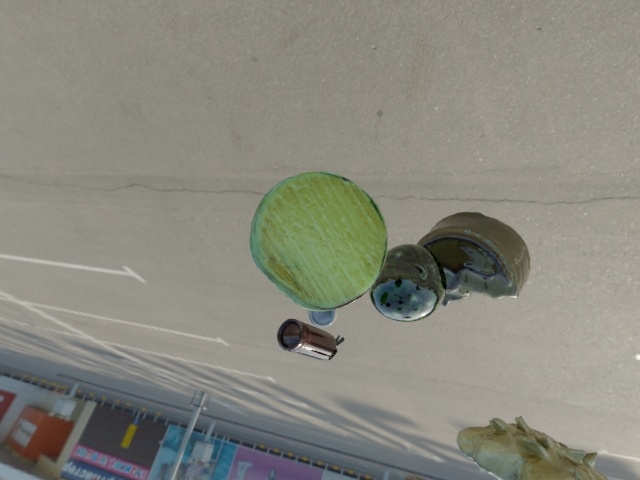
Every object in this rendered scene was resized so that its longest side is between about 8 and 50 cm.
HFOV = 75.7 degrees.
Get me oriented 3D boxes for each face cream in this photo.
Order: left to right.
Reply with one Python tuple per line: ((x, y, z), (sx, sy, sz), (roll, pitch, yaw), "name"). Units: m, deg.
((0.009, 0.277, 1.579), (0.117, 0.117, 0.104), (17, 176, 0), "face cream")

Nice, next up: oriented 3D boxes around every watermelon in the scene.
((0.291, 0.148, 1.385), (0.269, 0.269, 0.269), (13, 151, 7), "watermelon")

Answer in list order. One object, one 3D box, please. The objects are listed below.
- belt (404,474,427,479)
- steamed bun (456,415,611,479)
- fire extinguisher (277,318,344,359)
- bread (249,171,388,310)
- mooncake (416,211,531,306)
((0.409, 1.048, 1.648), (0.201, 0.124, 0.128), (27, -175, 21), "belt")
((0.418, 0.425, 0.789), (0.292, 0.137, 0.295), (28, 172, -7), "steamed bun")
((-0.018, 0.315, 1.288), (0.105, 0.104, 0.269), (-3, 156, 33), "fire extinguisher")
((0.002, -0.005, 0.868), (0.301, 0.301, 0.045), (23, 169, -12), "bread")
((0.550, 0.103, 1.564), (0.393, 0.246, 0.394), (37, 133, 15), "mooncake")
